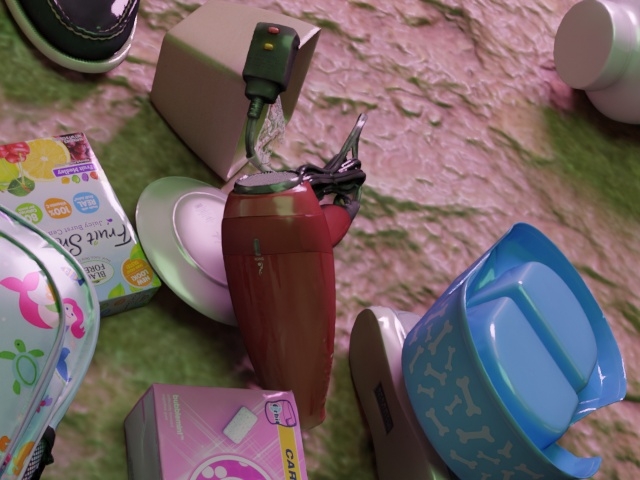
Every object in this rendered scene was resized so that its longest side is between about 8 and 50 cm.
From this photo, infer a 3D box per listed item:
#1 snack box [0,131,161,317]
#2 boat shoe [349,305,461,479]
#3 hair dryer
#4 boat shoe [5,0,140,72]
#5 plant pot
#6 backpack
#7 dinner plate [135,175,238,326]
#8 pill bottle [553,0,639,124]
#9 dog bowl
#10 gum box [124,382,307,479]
[{"bbox_3d":[-0.193,-0.008,0.926,0.100,0.037,0.141,-15,68,-38],"label":"snack box"},{"bbox_3d":[0.087,0.148,0.956,0.081,0.079,0.227,2,54,-25],"label":"boat shoe"},{"bbox_3d":[0.000,0.000,0.966,0.223,0.080,0.293,42,52,-54],"label":"hair dryer"},{"bbox_3d":[-0.201,-0.301,1.079,0.127,0.113,0.340,12,53,-24],"label":"boat shoe"},{"bbox_3d":[-0.077,-0.136,1.049,0.096,0.109,0.109,33,46,10],"label":"plant pot"},{"bbox_3d":[-0.252,0.072,0.742,0.225,0.191,0.253,32,43,-7],"label":"backpack"},{"bbox_3d":[-0.080,0.004,0.978,0.141,0.017,0.141,30,35,-24],"label":"dinner plate"},{"bbox_3d":[0.376,-0.188,1.328,0.264,0.146,0.146,4,57,-28],"label":"pill bottle"},{"bbox_3d":[0.150,0.092,0.977,0.166,0.074,0.297,56,27,-2],"label":"dog bowl"},{"bbox_3d":[-0.064,0.194,0.843,0.107,0.062,0.188,7,55,-27],"label":"gum box"}]
